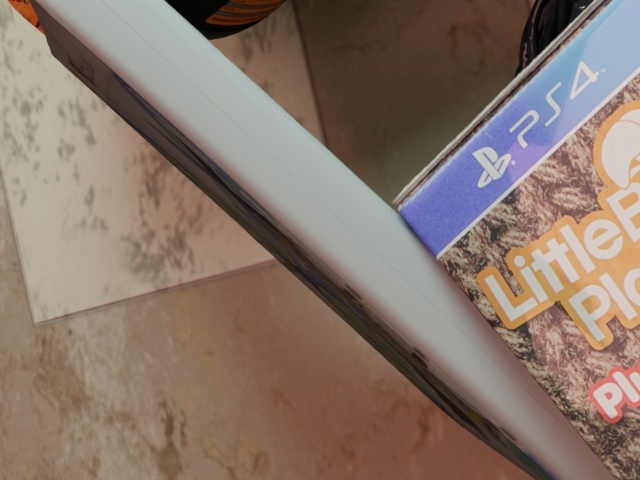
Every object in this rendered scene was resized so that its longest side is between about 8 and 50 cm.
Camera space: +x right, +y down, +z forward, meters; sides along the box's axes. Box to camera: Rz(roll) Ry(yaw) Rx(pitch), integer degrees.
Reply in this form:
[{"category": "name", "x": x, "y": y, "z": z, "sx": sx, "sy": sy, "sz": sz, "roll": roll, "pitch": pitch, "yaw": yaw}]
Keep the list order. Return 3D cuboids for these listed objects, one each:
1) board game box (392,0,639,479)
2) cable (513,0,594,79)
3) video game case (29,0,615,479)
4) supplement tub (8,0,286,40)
[{"category": "board game box", "x": 0.210, "y": 0.035, "z": 0.558, "sx": 0.141, "sy": 0.232, "sz": 0.291, "roll": -45, "pitch": 77, "yaw": 29}, {"category": "cable", "x": 0.162, "y": -0.087, "z": 0.735, "sx": 0.184, "sy": 0.047, "sz": 0.151, "roll": -31, "pitch": 76, "yaw": 40}, {"category": "video game case", "x": 0.000, "y": 0.000, "z": 0.671, "sx": 0.329, "sy": 0.300, "sz": 0.036, "roll": 42, "pitch": 86, "yaw": -8}, {"category": "supplement tub", "x": -0.038, "y": -0.246, "z": 0.777, "sx": 0.338, "sy": 0.207, "sz": 0.207, "roll": -30, "pitch": 77, "yaw": 38}]
